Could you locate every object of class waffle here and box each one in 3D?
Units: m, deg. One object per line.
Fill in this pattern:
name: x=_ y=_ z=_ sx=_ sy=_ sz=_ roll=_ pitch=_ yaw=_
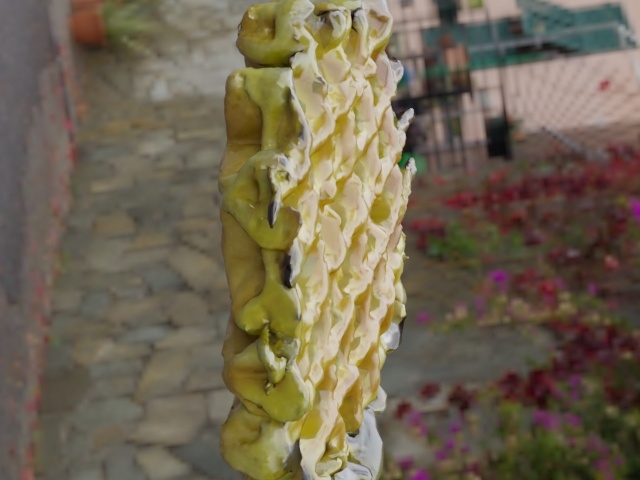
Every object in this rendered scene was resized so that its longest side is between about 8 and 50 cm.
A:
waffle: x=-0.001 y=0.011 z=0.959 sx=0.329 sy=0.062 sz=0.329 roll=4 pitch=90 yaw=-75
